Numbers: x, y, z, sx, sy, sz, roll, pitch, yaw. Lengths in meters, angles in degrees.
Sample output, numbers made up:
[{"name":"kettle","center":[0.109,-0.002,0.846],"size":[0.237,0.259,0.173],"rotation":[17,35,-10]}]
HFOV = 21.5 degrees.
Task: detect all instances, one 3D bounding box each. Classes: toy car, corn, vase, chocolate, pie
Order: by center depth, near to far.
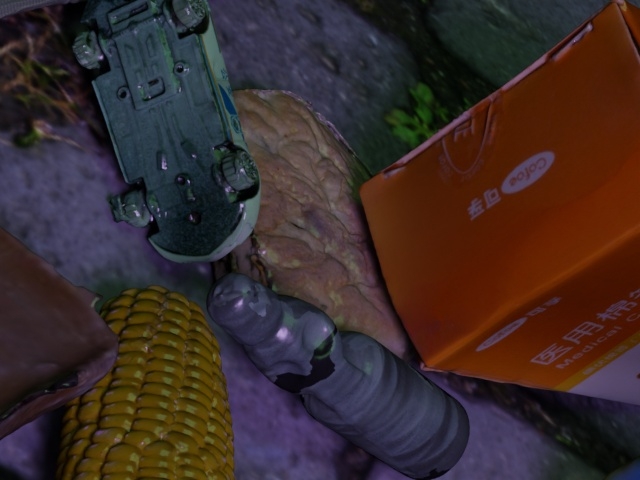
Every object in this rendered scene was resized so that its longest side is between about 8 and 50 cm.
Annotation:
[{"name":"chocolate","center":[-0.226,0.072,0.800],"size":[0.161,0.083,0.261],"rotation":[40,35,18]},{"name":"corn","center":[-0.087,0.153,0.844],"size":[0.106,0.106,0.305],"rotation":[26,42,-25]},{"name":"vase","center":[0.008,0.076,0.988],"size":[0.211,0.060,0.060],"rotation":[37,37,-40]},{"name":"toy car","center":[-0.090,-0.075,1.037],"size":[0.058,0.093,0.186],"rotation":[-1,72,-67]},{"name":"pie","center":[0.002,-0.002,1.098],"size":[0.185,0.052,0.218],"rotation":[8,52,-38]}]

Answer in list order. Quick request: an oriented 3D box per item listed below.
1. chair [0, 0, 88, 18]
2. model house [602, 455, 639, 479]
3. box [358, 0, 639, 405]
[{"name":"chair","center":[-0.133,-0.243,1.075],"size":[0.319,0.186,0.160],"rotation":[-15,74,-51]},{"name":"model house","center":[0.287,0.263,1.027],"size":[0.237,0.215,0.303],"rotation":[15,44,-34]},{"name":"box","center":[0.218,-0.007,1.127],"size":[0.341,0.225,0.143],"rotation":[13,49,-50]}]
